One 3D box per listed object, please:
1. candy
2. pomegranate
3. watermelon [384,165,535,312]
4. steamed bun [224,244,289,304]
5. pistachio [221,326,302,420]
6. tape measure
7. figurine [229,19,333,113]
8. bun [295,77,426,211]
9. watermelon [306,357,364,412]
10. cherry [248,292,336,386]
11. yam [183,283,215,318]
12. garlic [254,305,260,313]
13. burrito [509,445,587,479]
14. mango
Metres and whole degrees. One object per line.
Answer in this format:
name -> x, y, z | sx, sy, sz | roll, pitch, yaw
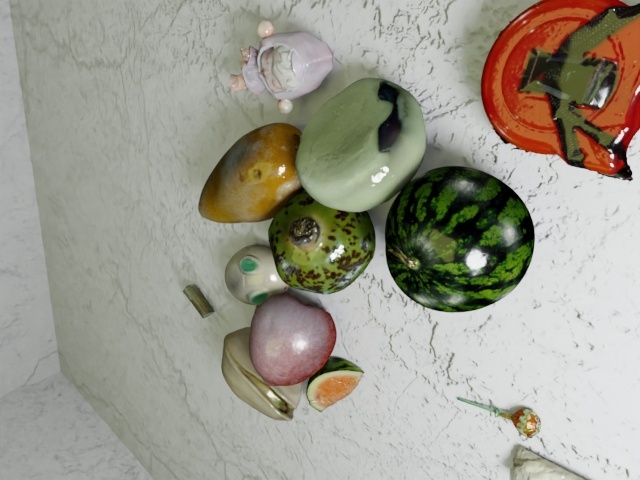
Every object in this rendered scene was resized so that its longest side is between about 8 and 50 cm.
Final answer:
candy -> 0.386, 0.377, 0.949 | 0.184, 0.049, 0.056 | 6, 80, 44
pomegranate -> 0.000, 0.000, 0.976 | 0.254, 0.270, 0.255 | -3, 78, 13
watermelon -> 0.243, 0.003, 0.779 | 0.268, 0.269, 0.269 | 15, 115, 35
steamed bun -> -0.192, 0.105, 1.252 | 0.228, 0.130, 0.177 | -3, 103, 42
pistachio -> -0.173, 0.395, 1.293 | 0.208, 0.226, 0.332 | -45, 61, -1
tape measure -> 0.380, -0.240, 0.666 | 0.260, 0.114, 0.254 | 23, 119, 31
figurine -> -0.098, -0.396, 0.991 | 0.275, 0.133, 0.200 | 12, 126, 41
bun -> 0.093, -0.173, 0.873 | 0.283, 0.179, 0.284 | -20, 54, 29
watermelon -> 0.029, 0.410, 1.239 | 0.119, 0.063, 0.245 | 36, 123, 1
cherry -> -0.082, 0.268, 1.141 | 0.239, 0.239, 0.206 | 57, 153, 8
yam -> -0.434, 0.217, 1.544 | 0.132, 0.054, 0.054 | 50, 130, 12
garlic -> -0.149, 0.220, 1.284 | 0.094, 0.113, 0.074 | -6, 81, 7
burrito -> 0.526, 0.517, 0.867 | 0.275, 0.059, 0.082 | 18, 102, 33
mango -> -0.167, -0.148, 1.079 | 0.383, 0.198, 0.222 | -28, 54, 35
